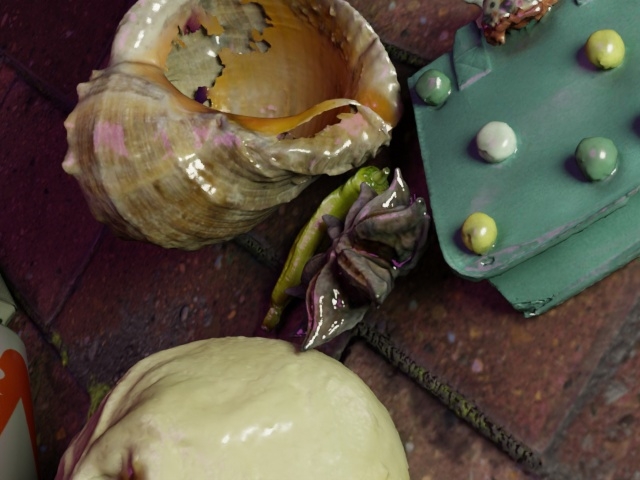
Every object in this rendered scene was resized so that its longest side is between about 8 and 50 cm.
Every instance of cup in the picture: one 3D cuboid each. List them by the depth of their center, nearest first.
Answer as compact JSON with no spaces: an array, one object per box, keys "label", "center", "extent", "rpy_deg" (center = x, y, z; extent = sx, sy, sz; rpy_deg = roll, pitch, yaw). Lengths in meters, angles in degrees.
[{"label":"cup","center":[-0.415,0.236,1.283],"extent":[0.203,0.203,0.288],"rpy_deg":[-43,36,22]}]

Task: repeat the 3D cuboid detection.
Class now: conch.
[{"label":"conch","center":[-0.087,-0.131,1.129],"extent":[0.352,0.210,0.297],"rpy_deg":[3,81,7]}]

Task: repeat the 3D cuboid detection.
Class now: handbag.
[{"label":"handbag","center":[0.193,-0.107,0.880],"extent":[0.269,0.100,0.274],"rpy_deg":[-35,47,30]}]

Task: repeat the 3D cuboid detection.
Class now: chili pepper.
[{"label":"chili pepper","center":[0.000,-0.001,1.079],"extent":[0.049,0.043,0.208],"rpy_deg":[45,110,21]}]

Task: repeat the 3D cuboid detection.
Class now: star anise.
[{"label":"star anise","center":[0.032,0.026,0.965],"extent":[0.204,0.061,0.180],"rpy_deg":[-45,18,31]}]

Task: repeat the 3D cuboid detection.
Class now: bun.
[{"label":"bun","center":[-0.109,0.242,0.928],"extent":[0.364,0.202,0.364],"rpy_deg":[-22,54,35]}]

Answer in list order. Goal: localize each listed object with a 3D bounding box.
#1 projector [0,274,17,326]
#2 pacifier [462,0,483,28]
[{"label":"projector","center":[-0.548,0.078,1.523],"extent":[0.177,0.163,0.242],"rpy_deg":[-53,42,8]},{"label":"pacifier","center":[0.153,-0.221,1.019],"extent":[0.083,0.064,0.068],"rpy_deg":[-58,22,4]}]
